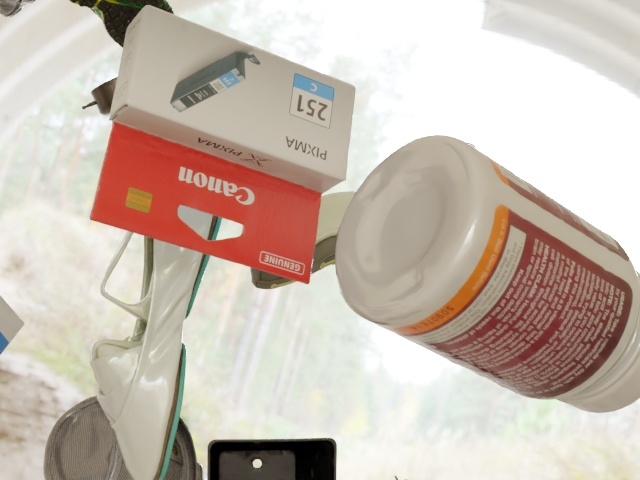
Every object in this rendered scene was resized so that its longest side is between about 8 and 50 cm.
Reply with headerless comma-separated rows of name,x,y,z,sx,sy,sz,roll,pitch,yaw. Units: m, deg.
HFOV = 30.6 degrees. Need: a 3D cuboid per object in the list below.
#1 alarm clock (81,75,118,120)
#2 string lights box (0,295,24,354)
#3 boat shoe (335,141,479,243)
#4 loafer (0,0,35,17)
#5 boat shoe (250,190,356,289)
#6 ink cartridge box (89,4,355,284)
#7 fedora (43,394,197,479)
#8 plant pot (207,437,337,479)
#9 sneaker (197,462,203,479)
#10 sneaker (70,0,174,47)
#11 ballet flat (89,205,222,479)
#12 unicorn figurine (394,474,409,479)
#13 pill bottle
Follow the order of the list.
alarm clock,-0.349,-0.285,2.195,0.192,0.064,0.129,-25,2,39
string lights box,-0.450,0.163,1.270,0.133,0.259,0.077,-14,-58,35
boat shoe,0.146,-0.049,1.743,0.092,0.103,0.285,33,-49,-29
loafer,-0.468,-0.389,1.760,0.078,0.076,0.223,35,-12,-22
boat shoe,-0.003,-0.002,2.049,0.305,0.091,0.109,-24,48,-38
ink cartridge box,-0.108,-0.112,1.415,0.296,0.261,0.066,17,-23,-25
fedora,-0.305,0.328,1.656,0.244,0.275,0.124,-16,-39,16
plant pot,-0.082,0.381,1.743,0.188,0.187,0.167,1,-4,-10
sneaker,-0.305,0.476,2.365,0.300,0.121,0.111,49,-29,21
sneaker,-0.425,-0.511,2.368,0.343,0.134,0.146,39,14,-44
ballet flat,-0.227,0.109,1.496,0.139,0.400,0.139,11,-11,2
unicorn figurine,0.153,0.402,1.656,0.162,0.111,0.060,17,-14,-19
pill bottle,0.226,0.055,1.367,0.392,0.224,0.224,28,-15,-35
